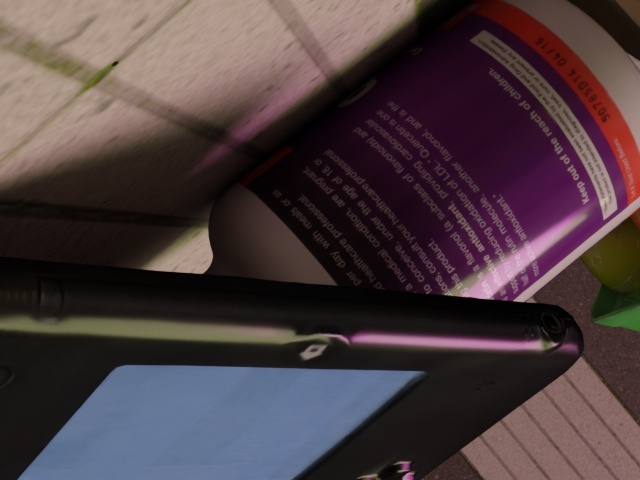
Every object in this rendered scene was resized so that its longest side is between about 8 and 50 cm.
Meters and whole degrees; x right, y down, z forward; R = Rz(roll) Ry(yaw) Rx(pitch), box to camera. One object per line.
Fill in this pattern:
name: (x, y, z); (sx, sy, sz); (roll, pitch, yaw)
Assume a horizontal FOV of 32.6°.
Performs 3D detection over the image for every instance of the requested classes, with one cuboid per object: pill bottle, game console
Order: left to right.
game console: (-0.095, 0.125, 0.559); (0.387, 0.060, 0.342); (6, 144, -41)
pill bottle: (0.056, -0.012, 0.721); (0.323, 0.181, 0.181); (-38, 175, -9)

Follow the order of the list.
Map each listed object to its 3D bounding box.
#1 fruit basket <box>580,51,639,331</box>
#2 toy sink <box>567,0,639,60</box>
fruit basket: (0.260, -0.057, 0.934); (0.165, 0.353, 0.327); (-55, -177, -20)
toy sink: (0.295, -0.220, 0.894); (0.153, 0.131, 0.234); (-40, 175, 0)
